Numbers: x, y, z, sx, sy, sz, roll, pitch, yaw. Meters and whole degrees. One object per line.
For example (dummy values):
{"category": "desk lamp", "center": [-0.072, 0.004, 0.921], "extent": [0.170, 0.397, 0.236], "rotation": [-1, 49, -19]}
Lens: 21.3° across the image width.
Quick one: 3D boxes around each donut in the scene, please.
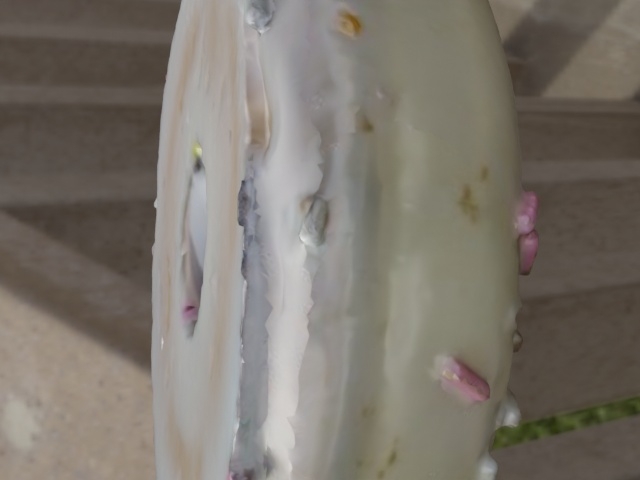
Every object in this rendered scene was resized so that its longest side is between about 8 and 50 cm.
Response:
{"category": "donut", "center": [0.000, 0.000, 0.865], "extent": [0.382, 0.142, 0.383], "rotation": [-177, 90, -77]}
